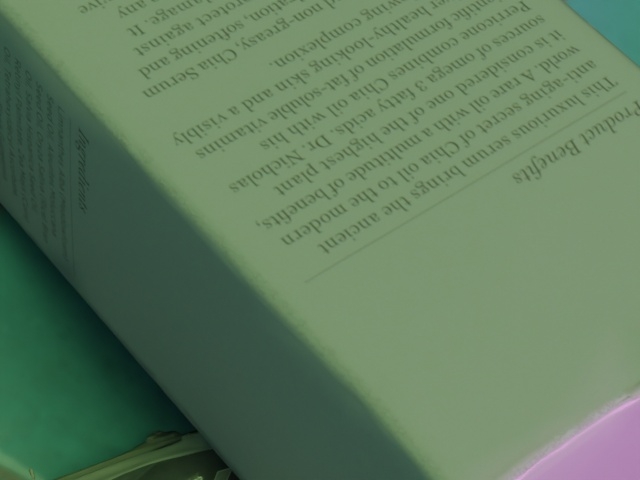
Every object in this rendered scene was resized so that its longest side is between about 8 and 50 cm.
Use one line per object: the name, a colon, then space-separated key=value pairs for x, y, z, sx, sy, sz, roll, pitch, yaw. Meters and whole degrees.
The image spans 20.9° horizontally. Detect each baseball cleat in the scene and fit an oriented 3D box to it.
baseball cleat: x=-0.089 y=0.154 z=0.895 sx=0.205 sy=0.072 sz=0.109 roll=-15 pitch=93 yaw=-20

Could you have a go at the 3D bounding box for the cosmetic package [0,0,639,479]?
cosmetic package: x=-0.007 y=-0.048 z=0.841 sx=0.230 sy=0.161 sz=0.453 roll=-30 pitch=61 yaw=-27
